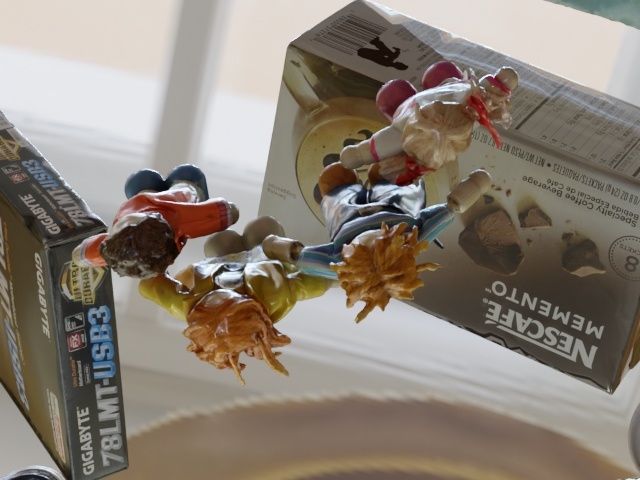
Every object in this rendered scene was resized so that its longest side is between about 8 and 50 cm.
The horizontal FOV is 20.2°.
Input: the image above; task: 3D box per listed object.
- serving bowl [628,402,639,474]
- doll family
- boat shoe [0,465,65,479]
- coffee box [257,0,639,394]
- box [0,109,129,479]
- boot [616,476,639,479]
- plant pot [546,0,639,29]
[{"bbox_3d":[0.239,0.130,1.150,0.083,0.083,0.027,23,167,17],"label":"serving bowl"},{"bbox_3d":[0.000,0.000,0.975,0.263,0.118,0.163,-21,-166,7],"label":"doll family"},{"bbox_3d":[-0.395,0.348,1.901,0.127,0.158,0.340,39,-116,13],"label":"boat shoe"},{"bbox_3d":[0.117,-0.036,1.296,0.297,0.168,0.119,24,-145,18],"label":"coffee box"},{"bbox_3d":[-0.288,0.047,1.787,0.073,0.295,0.293,-18,-142,-23],"label":"box"},{"bbox_3d":[0.083,0.154,0.702,0.203,0.262,0.095,-24,-110,-22],"label":"boot"},{"bbox_3d":[0.164,-0.297,0.954,0.247,0.252,0.248,23,-120,39],"label":"plant pot"}]
